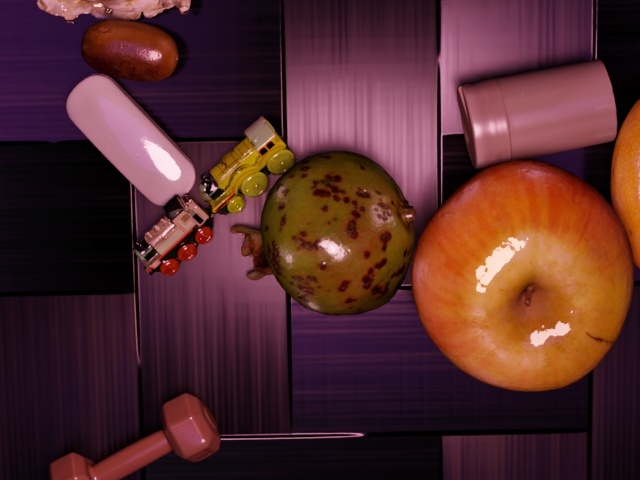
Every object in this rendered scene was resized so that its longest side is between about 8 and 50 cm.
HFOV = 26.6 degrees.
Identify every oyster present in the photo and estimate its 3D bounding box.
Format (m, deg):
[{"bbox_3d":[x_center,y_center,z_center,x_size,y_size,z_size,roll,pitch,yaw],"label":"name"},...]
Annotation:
[{"bbox_3d":[-0.270,-0.312,1.707,0.200,0.106,0.061,8,73,-16],"label":"oyster"}]

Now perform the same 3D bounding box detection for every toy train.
[{"bbox_3d":[-0.140,-0.050,1.733,0.250,0.053,0.085,-43,135,5],"label":"toy train"}]

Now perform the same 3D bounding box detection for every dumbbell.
[{"bbox_3d":[-0.244,0.285,1.781,0.231,0.092,0.082,-28,70,5],"label":"dumbbell"}]

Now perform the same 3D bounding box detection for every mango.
[{"bbox_3d":[0.433,-0.079,1.706,0.157,0.109,0.262,-1,89,-32],"label":"mango"}]

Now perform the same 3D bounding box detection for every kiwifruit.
[{"bbox_3d":[-0.239,-0.240,1.708,0.125,0.075,0.075,9,98,3],"label":"kiwifruit"}]

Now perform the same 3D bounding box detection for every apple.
[{"bbox_3d":[0.250,0.043,1.670,0.286,0.233,0.285,-1,104,-2],"label":"apple"}]

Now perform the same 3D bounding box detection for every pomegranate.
[{"bbox_3d":[0.000,0.000,1.690,0.263,0.211,0.211,-17,99,27],"label":"pomegranate"}]

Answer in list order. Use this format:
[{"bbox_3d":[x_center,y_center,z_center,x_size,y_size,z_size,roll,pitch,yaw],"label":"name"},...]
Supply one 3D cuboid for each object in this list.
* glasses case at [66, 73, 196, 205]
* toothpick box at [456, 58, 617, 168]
[{"bbox_3d":[-0.242,-0.129,1.735,0.076,0.049,0.197,-44,97,6],"label":"glasses case"},{"bbox_3d":[0.270,-0.159,1.702,0.181,0.111,0.111,-11,98,1],"label":"toothpick box"}]
